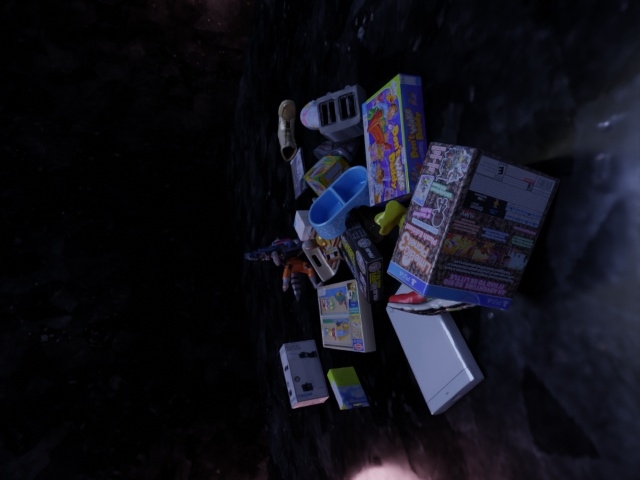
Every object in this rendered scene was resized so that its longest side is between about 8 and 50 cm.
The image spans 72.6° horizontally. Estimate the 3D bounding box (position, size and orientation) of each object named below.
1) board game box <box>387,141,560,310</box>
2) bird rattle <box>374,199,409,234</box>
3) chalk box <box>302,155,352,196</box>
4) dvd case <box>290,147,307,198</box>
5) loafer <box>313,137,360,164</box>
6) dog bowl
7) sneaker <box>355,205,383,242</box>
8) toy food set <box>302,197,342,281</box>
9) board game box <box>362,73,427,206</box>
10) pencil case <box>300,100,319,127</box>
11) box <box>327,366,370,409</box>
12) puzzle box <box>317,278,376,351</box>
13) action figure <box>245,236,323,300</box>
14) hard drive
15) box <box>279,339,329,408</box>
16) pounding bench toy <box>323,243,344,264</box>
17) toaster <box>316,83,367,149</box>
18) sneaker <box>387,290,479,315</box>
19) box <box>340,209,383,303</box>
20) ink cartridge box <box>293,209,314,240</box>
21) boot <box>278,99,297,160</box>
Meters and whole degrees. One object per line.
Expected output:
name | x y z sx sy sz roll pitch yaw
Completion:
board game box | 0.308 -0.026 0.897 0.141 0.232 0.291 38 113 62
bird rattle | 0.289 -0.028 1.230 0.253 0.143 0.207 9 112 54
chalk box | 0.031 -0.242 1.697 0.132 0.132 0.213 -48 25 -9
dvd case | -0.114 -0.346 2.263 0.164 0.018 0.221 142 123 -64
loafer | 0.070 -0.356 1.739 0.095 0.109 0.302 -50 23 -7
dog bowl | 0.078 -0.137 1.512 0.297 0.074 0.166 -44 42 10
sneaker | 0.177 -0.055 1.543 0.071 0.066 0.188 81 172 -53
toy food set | 0.000 0.000 1.839 0.219 0.092 0.306 57 151 32
board game box | 0.228 -0.295 1.346 0.233 0.078 0.347 164 102 -67
pencil case | 0.013 -0.519 1.809 0.124 0.113 0.273 -68 26 7
box | 0.107 0.579 1.694 0.178 0.109 0.042 -116 36 -45
puzzle box | 0.094 0.308 1.777 0.409 0.052 0.272 152 112 -66
action figure | -0.181 0.118 2.077 0.178 0.341 0.330 99 153 -42
hard drive | 0.309 0.281 1.250 0.233 0.047 0.353 112 148 -45
box | -0.082 0.635 2.091 0.087 0.169 0.290 115 146 -49
pounding bench toy | 0.056 0.064 1.719 0.083 0.065 0.052 45 -156 -56
toaster | 0.082 -0.447 1.561 0.168 0.110 0.185 -10 80 27
sneaker | 0.302 0.128 1.136 0.279 0.107 0.118 -18 63 39
box | 0.141 0.056 1.537 0.270 0.060 0.216 -117 12 -45
ink cartridge box | -0.059 -0.065 2.060 0.143 0.090 0.092 -117 33 -44
boot | -0.167 -0.565 2.245 0.262 0.095 0.203 109 156 -50
